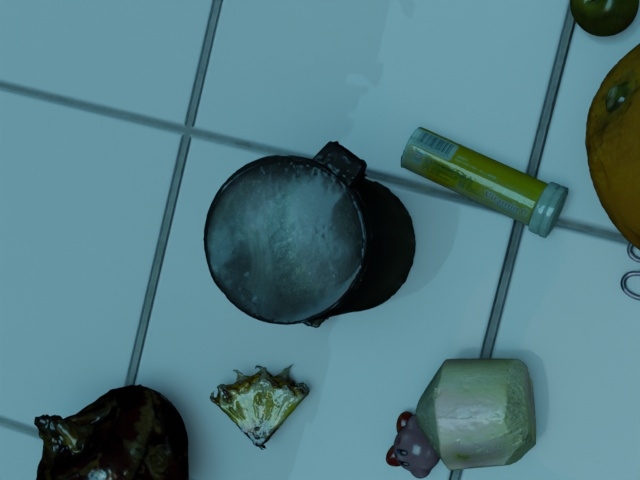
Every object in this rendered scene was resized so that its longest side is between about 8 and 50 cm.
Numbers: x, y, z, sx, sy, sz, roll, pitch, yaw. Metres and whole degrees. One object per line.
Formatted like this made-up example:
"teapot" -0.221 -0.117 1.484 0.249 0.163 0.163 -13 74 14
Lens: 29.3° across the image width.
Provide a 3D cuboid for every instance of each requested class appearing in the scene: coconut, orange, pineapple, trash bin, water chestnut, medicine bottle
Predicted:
"coconut" 0.200 0.223 1.600 0.153 0.147 0.147 -4 89 14
"orange" 0.459 -0.111 1.429 0.312 0.312 0.312 0 90 17
"pineapple" -0.081 0.235 1.721 0.137 0.069 0.116 -6 88 15
"trash bin" 0.000 0.000 1.575 0.203 0.301 0.252 34 98 15
"water chestnut" -0.294 0.304 1.705 0.224 0.223 0.238 -34 114 14
"medicine bottle" 0.217 -0.081 1.629 0.218 0.074 0.074 27 98 17

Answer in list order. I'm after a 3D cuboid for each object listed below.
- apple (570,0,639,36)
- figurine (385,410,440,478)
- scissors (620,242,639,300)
"apple" 0.365 -0.308 1.579 0.089 0.074 0.089 2 93 38
"figurine" 0.131 0.277 1.657 0.067 0.071 0.083 -2 100 -24
"scissors" 0.478 0.048 1.574 0.176 0.022 0.085 12 91 20
